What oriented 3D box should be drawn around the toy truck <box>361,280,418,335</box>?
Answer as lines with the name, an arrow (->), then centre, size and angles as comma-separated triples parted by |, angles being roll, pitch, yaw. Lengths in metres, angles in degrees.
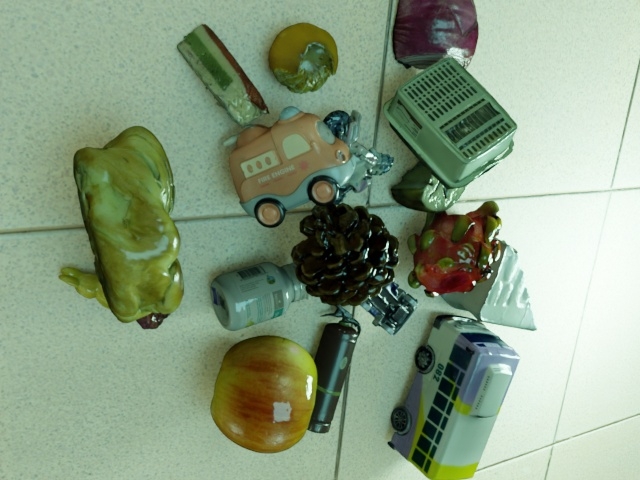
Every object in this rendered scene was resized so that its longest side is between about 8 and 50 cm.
toy truck -> 0.125, 0.122, 1.762 | 0.124, 0.155, 0.268 | -50, 129, -6

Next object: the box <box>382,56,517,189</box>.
box -> 0.312, -0.277, 1.644 | 0.220, 0.290, 0.166 | -34, 164, -16

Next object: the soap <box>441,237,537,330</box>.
soap -> 0.546, 0.118, 2.029 | 0.302, 0.159, 0.258 | 14, 98, -37

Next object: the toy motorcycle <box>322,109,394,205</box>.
toy motorcycle -> 0.090, -0.205, 1.645 | 0.204, 0.108, 0.239 | -12, 139, -23

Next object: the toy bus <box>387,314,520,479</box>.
toy bus -> 0.397, 0.461, 2.003 | 0.209, 0.249, 0.440 | 12, 101, -35

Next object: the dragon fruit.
dragon fruit -> 0.374, 0.024, 1.842 | 0.307, 0.227, 0.243 | -4, 72, -25

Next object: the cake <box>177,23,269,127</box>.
cake -> -0.192, -0.328, 1.407 | 0.086, 0.117, 0.220 | -39, 125, -7

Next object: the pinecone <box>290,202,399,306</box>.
pinecone -> 0.057, 0.029, 1.521 | 0.243, 0.243, 0.257 | -34, 163, -17

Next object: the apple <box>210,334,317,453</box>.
apple -> -0.133, 0.358, 1.612 | 0.233, 0.286, 0.286 | 13, 102, -5

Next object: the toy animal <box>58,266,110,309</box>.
toy animal -> -0.471, 0.095, 1.432 | 0.159, 0.083, 0.070 | 20, 124, -25

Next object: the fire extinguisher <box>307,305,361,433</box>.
fire extinguisher -> 0.014, 0.328, 1.802 | 0.141, 0.105, 0.341 | 16, 92, -18

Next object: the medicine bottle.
medicine bottle -> -0.137, 0.122, 1.602 | 0.215, 0.135, 0.135 | -16, 116, -27

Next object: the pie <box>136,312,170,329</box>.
pie -> -0.353, 0.123, 1.482 | 0.154, 0.036, 0.154 | 14, 90, -75

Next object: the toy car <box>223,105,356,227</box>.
toy car -> -0.071, -0.172, 1.477 | 0.270, 0.180, 0.212 | -21, 107, 13

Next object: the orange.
orange -> -0.034, -0.393, 1.475 | 0.156, 0.134, 0.157 | -4, 102, -21

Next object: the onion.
onion -> 0.307, -0.529, 1.654 | 0.250, 0.111, 0.248 | -1, 110, -31

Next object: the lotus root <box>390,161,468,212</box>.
lotus root -> 0.308, -0.164, 1.787 | 0.235, 0.119, 0.138 | -49, 126, -10

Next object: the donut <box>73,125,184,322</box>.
donut -> -0.355, -0.032, 1.276 | 0.170, 0.360, 0.360 | -14, 115, -21
